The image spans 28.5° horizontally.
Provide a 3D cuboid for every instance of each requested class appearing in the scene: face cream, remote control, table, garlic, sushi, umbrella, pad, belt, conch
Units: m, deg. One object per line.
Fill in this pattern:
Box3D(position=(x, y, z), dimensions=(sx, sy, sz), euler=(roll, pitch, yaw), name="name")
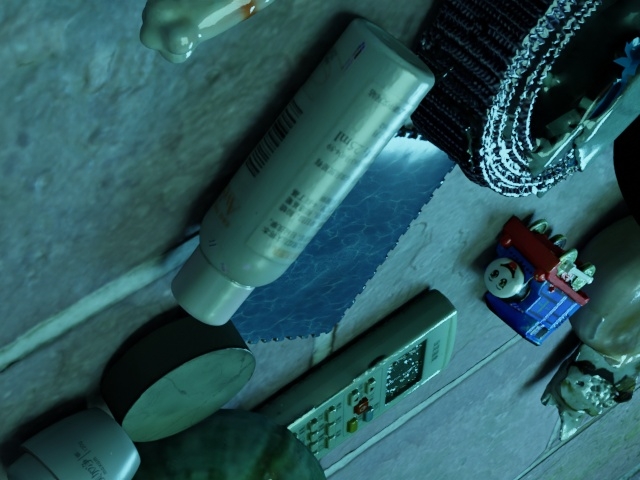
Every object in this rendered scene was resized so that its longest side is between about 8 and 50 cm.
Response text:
Box3D(position=(-0.209, 0.196, 1.074), dimensions=(0.095, 0.091, 0.091), euler=(-38, 155, -26), name="face cream")
Box3D(position=(0.011, 0.188, 1.418), dimensions=(0.344, 0.050, 0.145), euler=(-34, 153, -19), name="remote control")
Box3D(position=(-0.125, 0.122, 1.114), dimensions=(0.133, 0.043, 0.133), euler=(-28, 154, -15), name="table")
Box3D(position=(-0.022, -0.045, 0.983), dimensions=(0.269, 0.082, 0.082), euler=(-51, 153, 16), name="face cream")
Box3D(position=(0.452, 0.043, 1.722), dimensions=(0.279, 0.132, 0.325), euler=(-19, 142, -38), name="garlic")
Box3D(position=(0.444, 0.186, 1.964), dimensions=(0.273, 0.134, 0.109), euler=(-64, 180, 18), name="sushi")
Box3D(position=(0.070, -0.116, 1.014), dimensions=(0.022, 0.022, 0.149), euler=(1, 168, -16), name="umbrella")
Box3D(position=(0.000, 0.000, 1.163), dimensions=(0.269, 0.012, 0.269), euler=(-3, 134, -53), name="pad")
Box3D(position=(0.222, -0.185, 1.078), dimensions=(0.325, 0.122, 0.260), euler=(-46, 147, 0), name="belt")
Box3D(position=(-0.089, 0.262, 1.222), dimensions=(0.277, 0.195, 0.220), euler=(-4, 133, -52), name="conch")

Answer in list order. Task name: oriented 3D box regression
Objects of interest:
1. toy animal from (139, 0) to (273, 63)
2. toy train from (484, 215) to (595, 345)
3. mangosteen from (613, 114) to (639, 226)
Box3D(position=(0.018, -0.208, 0.761), dimensions=(0.282, 0.138, 0.140), euler=(-11, 138, -10), name="toy animal")
Box3D(position=(0.257, 0.050, 1.521), dimensions=(0.131, 0.083, 0.204), euler=(-45, 154, 8), name="toy train")
Box3D(position=(0.461, -0.114, 1.357), dimensions=(0.297, 0.297, 0.313), euler=(-21, 110, -37), name="mangosteen")
